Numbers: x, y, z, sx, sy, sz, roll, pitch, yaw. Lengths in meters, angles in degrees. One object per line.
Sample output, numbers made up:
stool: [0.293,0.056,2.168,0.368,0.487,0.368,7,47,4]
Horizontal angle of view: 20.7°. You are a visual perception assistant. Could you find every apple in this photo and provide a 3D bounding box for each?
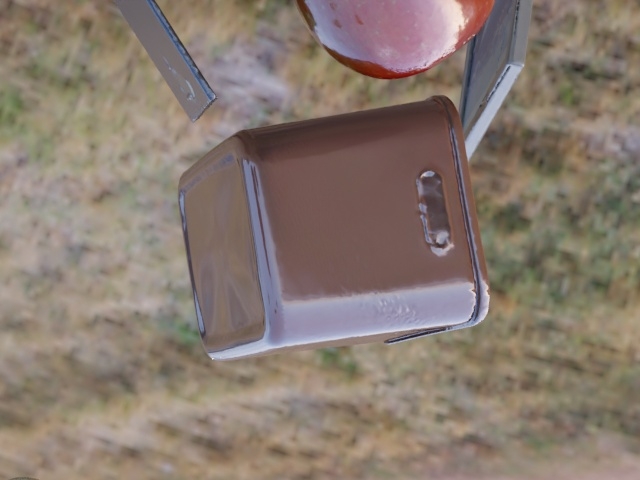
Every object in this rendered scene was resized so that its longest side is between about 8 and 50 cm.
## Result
apple: [0.065,-0.240,1.583,0.181,0.181,0.168,-1,124,42]

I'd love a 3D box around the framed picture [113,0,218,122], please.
framed picture: [-0.203,-0.265,1.752,0.324,0.013,0.244,57,173,-4]

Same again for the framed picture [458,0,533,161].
framed picture: [0.199,-0.247,1.952,0.022,0.247,0.335,10,164,-3]

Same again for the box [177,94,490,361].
box: [0.000,0.000,1.863,0.229,0.239,0.339,-9,175,-17]

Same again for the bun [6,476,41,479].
bun: [-0.212,0.211,1.339,0.086,0.055,0.086,28,157,13]
